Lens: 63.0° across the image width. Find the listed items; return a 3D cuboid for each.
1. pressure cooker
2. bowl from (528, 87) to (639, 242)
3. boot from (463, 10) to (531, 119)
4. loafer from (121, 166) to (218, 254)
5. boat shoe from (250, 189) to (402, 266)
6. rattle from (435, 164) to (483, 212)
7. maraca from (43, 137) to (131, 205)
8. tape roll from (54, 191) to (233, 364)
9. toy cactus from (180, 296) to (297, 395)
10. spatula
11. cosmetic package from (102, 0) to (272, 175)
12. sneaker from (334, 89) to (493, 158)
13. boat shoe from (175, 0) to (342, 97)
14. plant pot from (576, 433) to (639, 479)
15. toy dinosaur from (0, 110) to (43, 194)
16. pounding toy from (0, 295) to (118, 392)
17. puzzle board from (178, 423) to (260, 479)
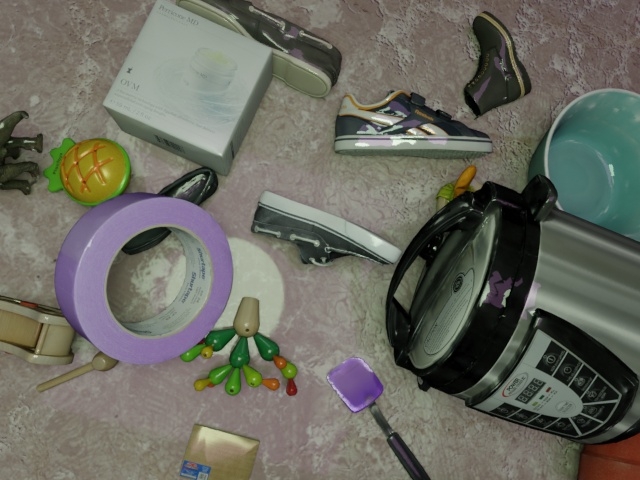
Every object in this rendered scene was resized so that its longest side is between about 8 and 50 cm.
[{"bbox_3d":[0.327,0.116,0.898,0.420,0.375,0.370,22,76,-4],"label":"pressure cooker"},{"bbox_3d":[0.556,-0.132,1.068,0.311,0.163,0.312,1,84,-10],"label":"bowl"},{"bbox_3d":[0.343,-0.370,1.108,0.137,0.077,0.198,-30,88,-6],"label":"boot"},{"bbox_3d":[-0.285,-0.060,0.969,0.223,0.078,0.076,-41,91,-11],"label":"loafer"},{"bbox_3d":[0.000,0.000,0.953,0.301,0.108,0.102,22,90,23],"label":"boat shoe"},{"bbox_3d":[0.328,-0.043,1.039,0.130,0.142,0.200,-19,81,-29],"label":"rattle"},{"bbox_3d":[-0.424,-0.128,0.948,0.185,0.099,0.127,12,79,19],"label":"maraca"},{"bbox_3d":[-0.284,0.060,0.871,0.274,0.090,0.275,-13,109,-42],"label":"tape roll"},{"bbox_3d":[-0.141,0.198,0.968,0.218,0.112,0.181,10,64,-5],"label":"toy cactus"},{"bbox_3d":[0.127,0.361,1.014,0.084,0.030,0.296,-35,90,-13],"label":"spatula"},{"bbox_3d":[-0.234,-0.278,0.967,0.224,0.138,0.225,23,79,-3],"label":"cosmetic package"},{"bbox_3d":[0.189,-0.231,1.039,0.320,0.126,0.128,2,89,-7],"label":"sneaker"},{"bbox_3d":[-0.112,-0.399,1.025,0.335,0.112,0.096,27,68,-10],"label":"boat shoe"},{"bbox_3d":[0.630,0.356,0.992,0.272,0.272,0.265,11,75,-8],"label":"plant pot"},{"bbox_3d":[-0.564,-0.132,0.869,0.160,0.313,0.121,-13,98,-47],"label":"toy dinosaur"},{"bbox_3d":[-0.488,0.185,0.872,0.269,0.154,0.155,15,82,-7],"label":"pounding toy"},{"bbox_3d":[-0.187,0.404,0.970,0.128,0.011,0.097,17,83,-6],"label":"puzzle board"}]
